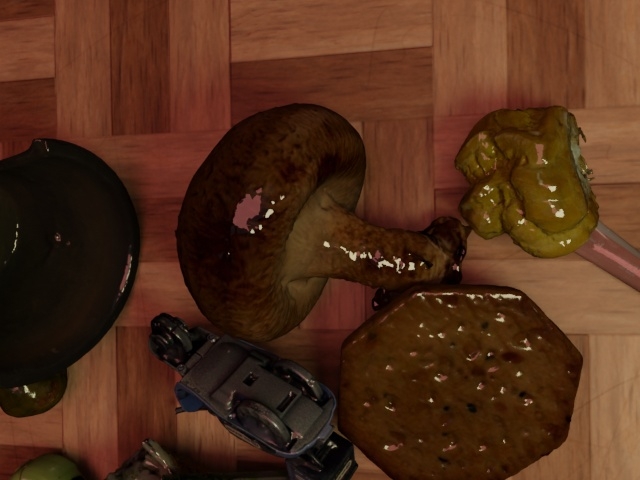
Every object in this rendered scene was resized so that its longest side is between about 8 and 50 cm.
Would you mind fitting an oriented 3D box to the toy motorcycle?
[{"bbox_3d":[-0.118,0.237,0.923,0.358,0.213,0.125,25,51,28],"label":"toy motorcycle"}]

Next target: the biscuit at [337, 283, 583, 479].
[{"bbox_3d":[0.192,0.215,0.890,0.359,0.046,0.359,2,111,4],"label":"biscuit"}]

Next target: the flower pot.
[{"bbox_3d":[-0.507,0.022,0.982,0.251,0.379,0.379,12,93,31],"label":"flower pot"}]

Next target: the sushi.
[{"bbox_3d":[-0.271,0.440,1.005,0.184,0.139,0.274,22,92,9],"label":"sushi"}]

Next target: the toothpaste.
[{"bbox_3d":[0.420,0.020,0.895,0.194,0.043,0.067,40,99,17],"label":"toothpaste"}]

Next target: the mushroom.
[{"bbox_3d":[-0.017,0.012,0.865,0.356,0.334,0.331,46,106,14],"label":"mushroom"}]

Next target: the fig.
[{"bbox_3d":[-0.512,0.233,1.086,0.126,0.185,0.133,-38,107,-27],"label":"fig"}]

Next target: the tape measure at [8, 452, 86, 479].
[{"bbox_3d":[-0.467,0.448,1.074,0.177,0.087,0.154,13,105,14],"label":"tape measure"}]

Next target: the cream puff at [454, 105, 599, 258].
[{"bbox_3d":[0.276,-0.077,0.859,0.194,0.194,0.221,-15,80,13],"label":"cream puff"}]

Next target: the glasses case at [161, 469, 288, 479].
[{"bbox_3d":[-0.103,0.399,0.936,0.272,0.062,0.095,6,92,-20],"label":"glasses case"}]
